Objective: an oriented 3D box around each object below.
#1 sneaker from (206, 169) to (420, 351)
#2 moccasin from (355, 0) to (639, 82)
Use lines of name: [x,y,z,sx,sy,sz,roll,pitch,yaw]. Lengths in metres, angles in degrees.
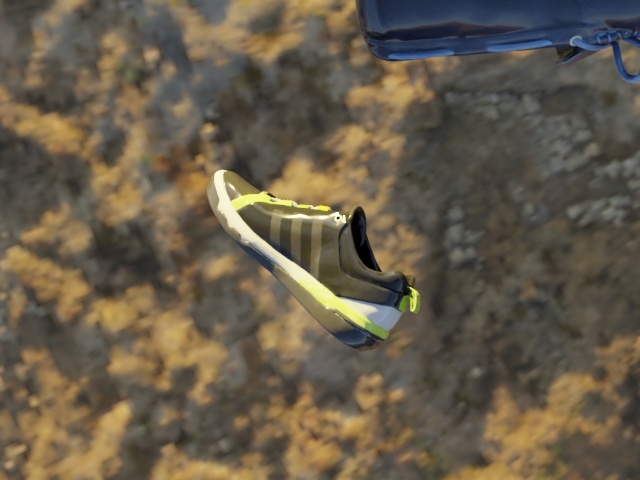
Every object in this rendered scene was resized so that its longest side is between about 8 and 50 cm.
sneaker: [0.000,0.000,1.724,0.235,0.084,0.097,43,99,23]
moccasin: [0.197,-0.203,1.561,0.342,0.137,0.117,1,128,1]
